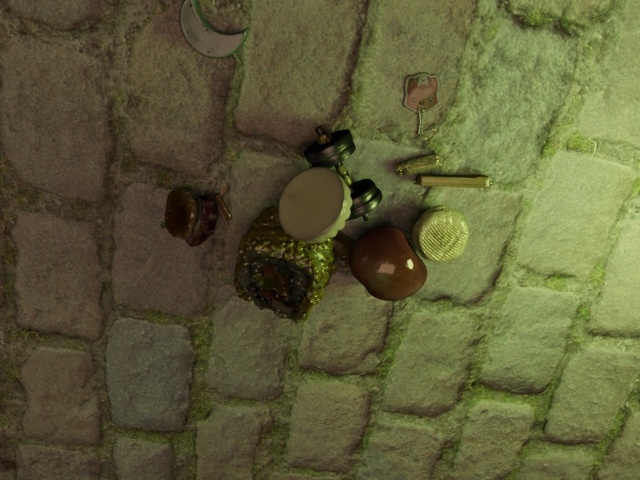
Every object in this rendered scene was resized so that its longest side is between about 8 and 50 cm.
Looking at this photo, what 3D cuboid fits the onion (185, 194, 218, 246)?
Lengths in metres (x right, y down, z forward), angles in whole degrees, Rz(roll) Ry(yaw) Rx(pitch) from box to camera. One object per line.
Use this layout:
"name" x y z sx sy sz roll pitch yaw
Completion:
"onion" -0.444 -0.082 1.957 0.098 0.151 0.206 -1 133 -42

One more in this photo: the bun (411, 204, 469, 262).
"bun" 0.450 -0.032 1.982 0.220 0.134 0.220 -1 107 -3

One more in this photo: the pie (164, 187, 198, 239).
"pie" -0.513 -0.096 1.922 0.195 0.046 0.195 6 100 41

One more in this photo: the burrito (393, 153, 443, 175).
"burrito" 0.364 -0.277 1.918 0.188 0.045 0.058 -15 120 3

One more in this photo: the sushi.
"sushi" -0.122 0.102 1.916 0.351 0.240 0.396 19 135 4

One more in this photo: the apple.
"apple" 0.249 0.092 1.945 0.235 0.306 0.306 -35 110 12

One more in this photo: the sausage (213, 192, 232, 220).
"sausage" -0.369 -0.127 1.976 0.026 0.026 0.116 -24 113 9

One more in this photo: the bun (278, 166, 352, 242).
"bun" 0.003 -0.101 1.755 0.263 0.263 0.175 -38 150 14

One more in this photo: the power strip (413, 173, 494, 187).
"power strip" 0.499 -0.223 1.935 0.305 0.064 0.044 2 107 -2

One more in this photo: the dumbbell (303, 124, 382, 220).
"dumbbell" 0.083 -0.234 1.857 0.185 0.185 0.388 -26 112 9

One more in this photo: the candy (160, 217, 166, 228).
"candy" -0.597 -0.086 1.993 0.023 0.025 0.083 2 107 -33

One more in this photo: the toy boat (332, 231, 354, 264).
"toy boat" 0.000 0.000 2.008 0.321 0.089 0.121 32 118 -14

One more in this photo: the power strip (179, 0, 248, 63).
"power strip" -0.354 -0.687 1.714 0.253 0.054 0.167 35 111 -15

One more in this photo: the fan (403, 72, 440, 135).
"fan" 0.360 -0.482 1.847 0.132 0.009 0.220 -1 113 0
